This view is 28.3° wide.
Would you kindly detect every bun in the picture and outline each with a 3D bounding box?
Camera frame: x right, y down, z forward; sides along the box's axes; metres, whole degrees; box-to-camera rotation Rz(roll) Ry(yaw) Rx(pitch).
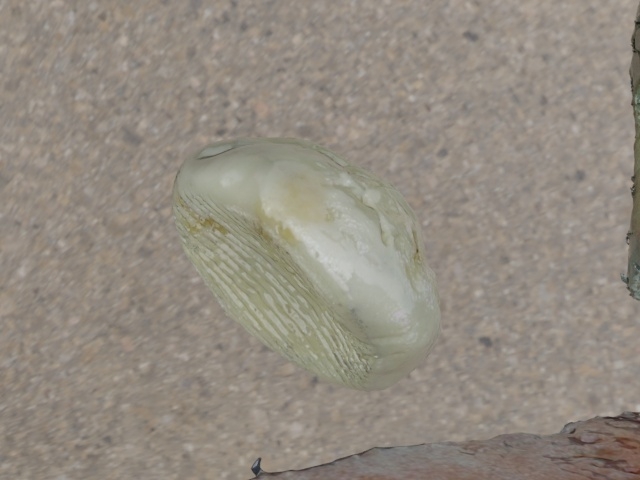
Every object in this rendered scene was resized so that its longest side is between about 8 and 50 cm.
[{"bbox_3d":[0.000,0.000,0.745,0.183,0.183,0.102,45,68,-8],"label":"bun"}]

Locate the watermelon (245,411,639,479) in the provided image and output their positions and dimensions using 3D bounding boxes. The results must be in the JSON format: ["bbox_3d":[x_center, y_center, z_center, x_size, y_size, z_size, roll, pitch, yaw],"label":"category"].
[{"bbox_3d":[0.090,0.208,0.482,0.293,0.283,0.250,2,96,-6],"label":"watermelon"}]

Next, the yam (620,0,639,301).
[{"bbox_3d":[0.303,-0.074,0.938,0.154,0.154,0.254,22,56,-18],"label":"yam"}]
